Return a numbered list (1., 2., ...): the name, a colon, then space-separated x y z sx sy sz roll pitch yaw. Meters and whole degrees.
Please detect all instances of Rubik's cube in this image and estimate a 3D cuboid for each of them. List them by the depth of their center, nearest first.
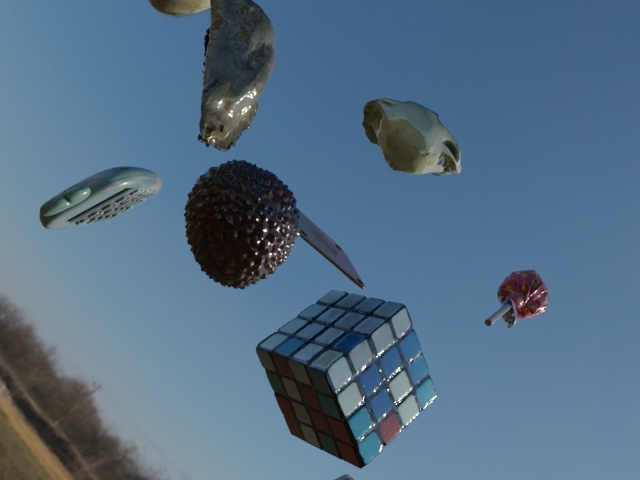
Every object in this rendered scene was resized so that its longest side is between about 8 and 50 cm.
1. Rubik's cube: 0.034 0.174 0.876 0.155 0.154 0.151 5 -59 51

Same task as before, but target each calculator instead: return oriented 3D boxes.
1. calculator: -0.375 -0.073 1.135 0.041 0.185 0.299 63 9 1

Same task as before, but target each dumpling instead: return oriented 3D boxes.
1. dumpling: -0.123 -0.289 1.102 0.086 0.332 0.166 -10 -22 32
2. dumpling: 0.200 -0.215 1.482 0.258 0.147 0.193 32 -20 7

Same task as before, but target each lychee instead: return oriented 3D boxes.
1. lychee: -0.172 -0.028 1.424 0.267 0.267 0.268 38 -29 26

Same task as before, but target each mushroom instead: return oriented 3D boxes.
1. mushroom: -0.269 -0.513 1.318 0.166 0.166 0.127 16 -48 51

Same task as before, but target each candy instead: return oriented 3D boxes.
1. candy: 0.431 0.145 1.502 0.124 0.365 0.124 4 -82 28

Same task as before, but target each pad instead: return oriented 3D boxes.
1. pad: 0.000 0.000 1.848 0.286 0.018 0.284 42 8 -23

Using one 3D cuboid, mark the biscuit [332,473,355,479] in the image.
1. biscuit: -0.025 0.477 1.178 0.049 0.208 0.181 55 -49 18
